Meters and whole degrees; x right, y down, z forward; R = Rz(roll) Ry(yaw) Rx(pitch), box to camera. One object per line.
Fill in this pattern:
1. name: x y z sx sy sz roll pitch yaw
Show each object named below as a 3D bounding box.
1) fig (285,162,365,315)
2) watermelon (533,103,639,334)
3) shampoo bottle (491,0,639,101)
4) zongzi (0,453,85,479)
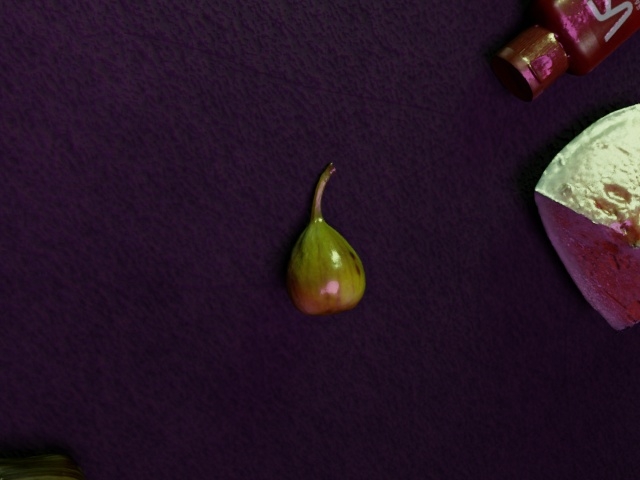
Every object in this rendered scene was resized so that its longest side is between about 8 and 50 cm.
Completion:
1. fig: 0.006 0.007 0.984 0.093 0.093 0.166 10 66 -25
2. watermelon: 0.407 -0.026 1.050 0.213 0.201 0.262 -48 116 -10
3. shampoo bottle: 0.336 -0.288 0.990 0.314 0.076 0.118 -41 122 -4
4. zongzi: -0.401 0.246 0.868 0.285 0.134 0.289 -23 109 -20
